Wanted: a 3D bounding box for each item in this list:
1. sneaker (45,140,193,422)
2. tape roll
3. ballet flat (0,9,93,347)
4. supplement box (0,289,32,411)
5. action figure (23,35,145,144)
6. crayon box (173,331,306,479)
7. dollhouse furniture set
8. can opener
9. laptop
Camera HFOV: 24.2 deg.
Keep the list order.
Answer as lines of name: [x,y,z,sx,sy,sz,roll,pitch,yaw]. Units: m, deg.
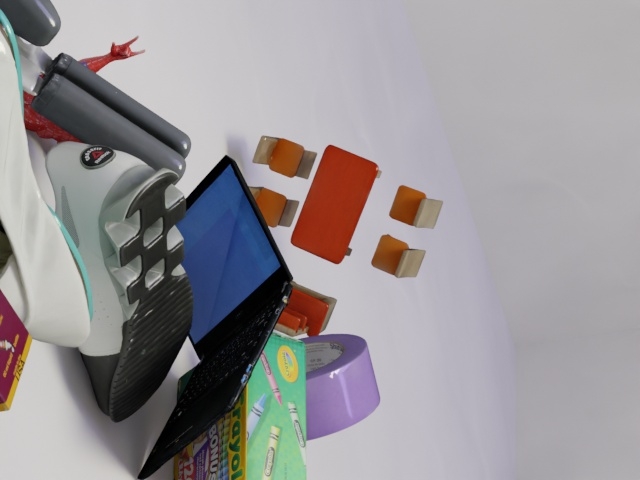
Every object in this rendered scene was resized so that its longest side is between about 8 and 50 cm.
sneaker: [-0.215,0.035,1.498,0.122,0.146,0.331,-40,147,-42]
tape roll: [-0.021,0.191,1.941,0.189,0.189,0.080,-54,131,-69]
ballet flat: [-0.290,-0.024,1.227,0.400,0.139,0.139,85,7,-46]
supplement box: [-0.314,0.049,1.148,0.081,0.104,0.188,-82,156,-46]
action figure: [-0.217,-0.102,1.548,0.280,0.139,0.091,61,23,-44]
crayon box: [-0.091,0.257,1.669,0.081,0.165,0.278,18,55,-29]
dollhouse furniture set: [0.000,0.000,2.070,0.259,0.262,0.135,-70,164,7]
can opener: [-0.236,-0.151,1.419,0.280,0.093,0.074,38,34,-21]
laptop: [-0.144,0.085,1.599,0.136,0.234,0.264,35,52,-10]
